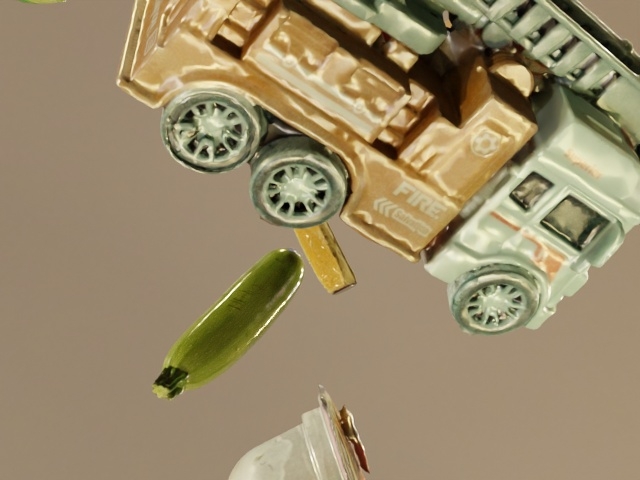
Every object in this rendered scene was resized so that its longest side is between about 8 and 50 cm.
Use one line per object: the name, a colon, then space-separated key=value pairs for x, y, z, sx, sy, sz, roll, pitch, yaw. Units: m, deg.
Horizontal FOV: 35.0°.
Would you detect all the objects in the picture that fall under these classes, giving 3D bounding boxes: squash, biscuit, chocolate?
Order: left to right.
squash: x=-0.099 y=0.095 z=1.123 sx=0.066 sy=0.066 sz=0.252 roll=43 pitch=-125 yaw=3
chocolate: x=-0.019 y=0.269 z=1.033 sx=0.221 sy=0.147 sz=0.221 roll=-22 pitch=-90 yaw=-84
biscuit: x=0.000 y=0.000 z=1.699 sx=0.056 sy=0.052 sz=0.188 roll=-13 pitch=-104 yaw=-61

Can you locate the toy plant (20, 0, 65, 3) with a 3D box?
toy plant: x=-0.438 y=-0.416 z=1.290 sx=0.316 sy=0.224 sz=0.184 roll=16 pitch=-136 yaw=29

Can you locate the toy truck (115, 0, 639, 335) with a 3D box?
toy truck: x=0.073 y=-0.079 z=0.574 sx=0.338 sy=0.184 sz=0.133 roll=29 pitch=-147 yaw=-24
